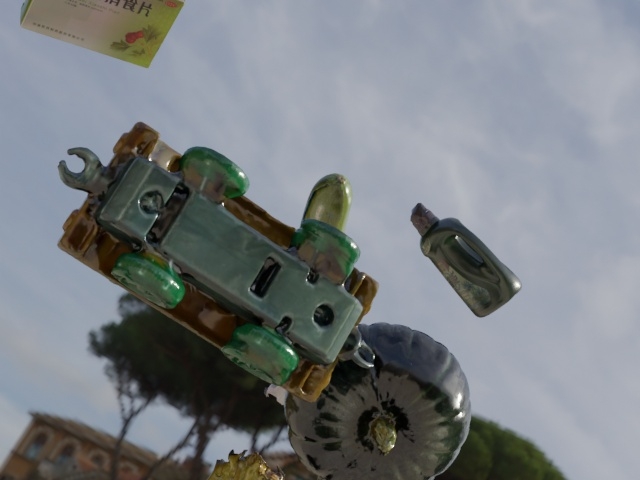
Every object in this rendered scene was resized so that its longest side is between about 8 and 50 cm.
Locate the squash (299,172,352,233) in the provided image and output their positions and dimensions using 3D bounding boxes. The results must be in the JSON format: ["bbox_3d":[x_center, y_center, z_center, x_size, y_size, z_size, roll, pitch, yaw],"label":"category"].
[{"bbox_3d":[0.000,0.000,2.164,0.094,0.094,0.341,23,-45,13],"label":"squash"}]

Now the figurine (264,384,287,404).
[{"bbox_3d":[0.045,0.276,1.952,0.257,0.144,0.182,41,16,-8],"label":"figurine"}]

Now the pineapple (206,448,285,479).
[{"bbox_3d":[-0.090,0.341,1.279,0.076,0.225,0.225,25,-23,-23],"label":"pineapple"}]

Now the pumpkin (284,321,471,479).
[{"bbox_3d":[0.077,0.229,1.499,0.250,0.250,0.216,35,5,-10],"label":"pumpkin"}]

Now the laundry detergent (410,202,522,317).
[{"bbox_3d":[0.235,0.022,1.911,0.221,0.078,0.144,51,-24,2],"label":"laundry detergent"}]

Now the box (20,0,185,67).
[{"bbox_3d":[-0.405,-0.436,2.107,0.260,0.062,0.175,16,-47,-27],"label":"box"}]

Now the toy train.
[{"bbox_3d":[-0.124,0.030,1.318,0.429,0.178,0.249,34,-15,-16],"label":"toy train"}]
